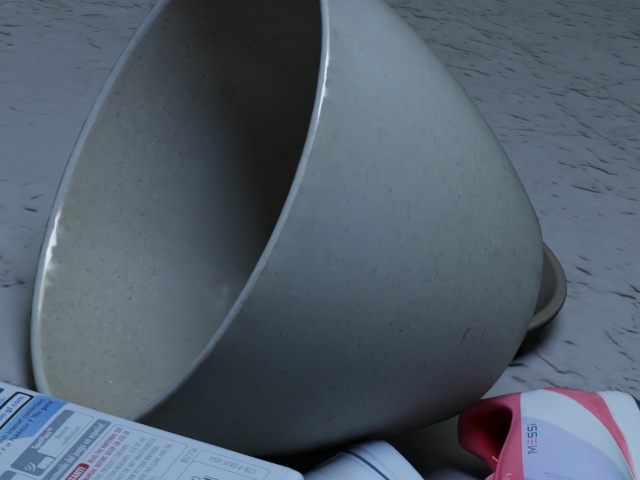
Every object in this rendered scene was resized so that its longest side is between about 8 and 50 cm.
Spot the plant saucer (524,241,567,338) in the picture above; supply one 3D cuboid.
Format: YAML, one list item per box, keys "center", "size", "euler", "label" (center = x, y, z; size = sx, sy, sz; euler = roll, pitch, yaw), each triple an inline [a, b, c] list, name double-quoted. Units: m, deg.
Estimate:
- center: [0.053, 0.017, 1.367]
  size: [0.277, 0.041, 0.278]
  euler: [11, 25, -5]
  label: "plant saucer"

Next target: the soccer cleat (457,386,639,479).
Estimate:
- center: [0.148, 0.180, 1.018]
  size: [0.116, 0.109, 0.318]
  euler: [5, 23, -3]
  label: "soccer cleat"

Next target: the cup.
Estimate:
- center: [0.000, 0.000, 1.113]
  size: [0.237, 0.331, 0.331]
  euler: [23, 19, -28]
  label: "cup"

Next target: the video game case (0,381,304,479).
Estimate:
- center: [-0.209, 0.167, 0.766]
  size: [0.300, 0.036, 0.329]
  euler: [14, 35, 21]
  label: "video game case"

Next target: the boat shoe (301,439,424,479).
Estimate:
- center: [0.056, 0.194, 0.988]
  size: [0.075, 0.083, 0.226]
  euler: [-19, 28, -25]
  label: "boat shoe"
